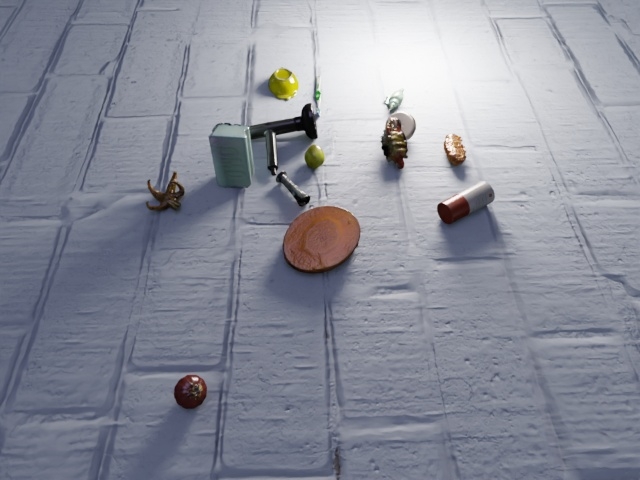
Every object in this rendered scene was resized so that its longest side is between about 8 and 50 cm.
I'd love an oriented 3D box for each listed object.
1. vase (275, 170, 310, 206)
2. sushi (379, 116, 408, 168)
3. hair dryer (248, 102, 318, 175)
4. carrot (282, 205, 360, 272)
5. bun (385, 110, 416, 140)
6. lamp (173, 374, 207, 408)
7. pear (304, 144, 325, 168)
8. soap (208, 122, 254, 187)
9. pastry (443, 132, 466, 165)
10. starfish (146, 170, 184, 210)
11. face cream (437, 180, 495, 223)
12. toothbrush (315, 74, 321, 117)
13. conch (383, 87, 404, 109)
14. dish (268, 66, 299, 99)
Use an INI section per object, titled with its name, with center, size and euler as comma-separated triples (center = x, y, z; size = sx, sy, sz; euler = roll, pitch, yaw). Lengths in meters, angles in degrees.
[vase]
center = -0.113, -0.210, 1.874
size = 0.059, 0.059, 0.167
euler = -33, 63, -20
[sushi]
center = 0.309, -0.411, 1.969
size = 0.097, 0.103, 0.225
euler = -6, 81, -40
[hair dryer]
center = -0.148, -0.419, 2.014
size = 0.321, 0.155, 0.283
euler = -18, 78, 2
[carrot]
center = 0.000, 0.000, 1.727
size = 0.307, 0.100, 0.258
euler = -34, 65, -12
[bun]
center = 0.357, -0.500, 2.057
size = 0.139, 0.094, 0.138
euler = -1, 87, 12
[lamp]
center = -0.396, 0.461, 1.410
size = 0.101, 0.090, 0.101
euler = 11, 70, -31
[pear]
center = -0.022, -0.356, 1.954
size = 0.092, 0.096, 0.092
euler = 10, 25, -5
[soap]
center = -0.350, -0.331, 1.836
size = 0.150, 0.261, 0.094
euler = 7, 48, 5
[pastry]
center = 0.578, -0.391, 2.006
size = 0.087, 0.063, 0.169
euler = 7, 51, -7
[starfish]
center = -0.620, -0.195, 1.847
size = 0.147, 0.074, 0.189
euler = 3, 57, 0
[face cream]
center = 0.573, -0.150, 1.822
size = 0.214, 0.095, 0.095
euler = -26, 61, -17
[toothbrush]
center = -0.009, -0.697, 2.219
size = 0.030, 0.030, 0.303
euler = 1, 54, 0
[conch]
center = 0.350, -0.665, 2.187
size = 0.065, 0.088, 0.180
euler = 47, 50, -22
[dish]
center = -0.179, -0.774, 2.234
size = 0.149, 0.080, 0.207
euler = -14, 56, -9
